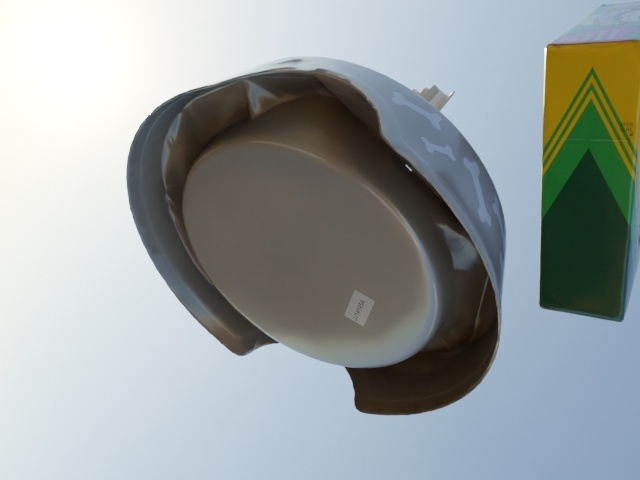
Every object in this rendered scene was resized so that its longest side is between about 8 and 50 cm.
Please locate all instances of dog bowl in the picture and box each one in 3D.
[{"bbox_3d":[0.000,0.000,0.572,0.349,0.349,0.102,-31,-163,48],"label":"dog bowl"}]

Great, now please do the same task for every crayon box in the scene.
[{"bbox_3d":[0.373,-0.125,0.829,0.106,0.363,0.313,8,-62,29],"label":"crayon box"}]

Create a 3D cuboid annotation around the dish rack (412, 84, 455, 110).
[{"bbox_3d":[0.105,-0.152,1.242,0.333,0.072,0.285,-50,180,-32],"label":"dish rack"}]
